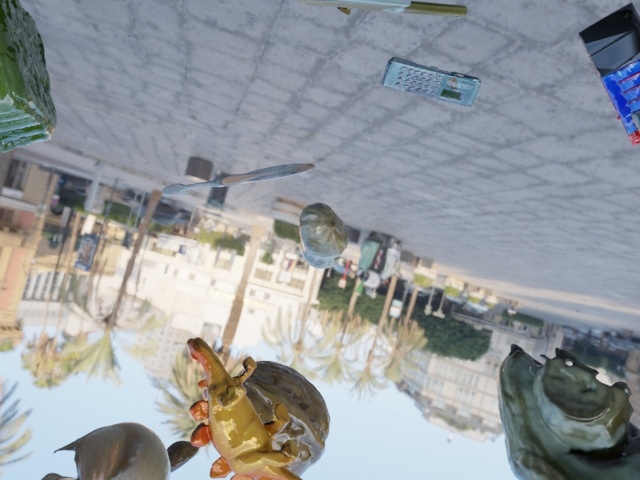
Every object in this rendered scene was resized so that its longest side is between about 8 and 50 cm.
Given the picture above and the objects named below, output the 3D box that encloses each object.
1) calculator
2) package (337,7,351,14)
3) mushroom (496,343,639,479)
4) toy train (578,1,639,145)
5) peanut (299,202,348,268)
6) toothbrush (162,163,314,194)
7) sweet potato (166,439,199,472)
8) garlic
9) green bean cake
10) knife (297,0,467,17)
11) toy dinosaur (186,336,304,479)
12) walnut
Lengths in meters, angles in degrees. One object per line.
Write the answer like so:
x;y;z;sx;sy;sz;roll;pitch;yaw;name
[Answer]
0.199;-0.283;0.933;0.172;0.057;0.018;13;-140;-4;calculator
0.051;-0.483;0.985;0.047;0.071;0.131;9;-175;-10;package
0.326;0.261;0.649;0.267;0.164;0.189;29;165;35;mushroom
0.480;-0.252;0.806;0.083;0.203;0.131;-27;180;30;toy train
0.000;0.000;0.987;0.100;0.099;0.214;15;157;-1;peanut
-0.195;-0.141;1.210;0.376;0.028;0.037;-8;174;14;toothbrush
-0.373;0.502;1.181;0.219;0.065;0.051;-1;149;-39;sweet potato
-0.418;0.488;0.965;0.250;0.285;0.313;5;174;-31;garlic
-0.510;-0.277;0.815;0.125;0.247;0.222;-11;176;-11;green bean cake
0.097;-0.339;0.736;0.343;0.027;0.061;-12;-158;-33;knife
-0.090;0.245;0.628;0.288;0.117;0.070;57;-164;1;toy dinosaur
-0.084;0.320;0.915;0.213;0.213;0.213;15;178;0;walnut
